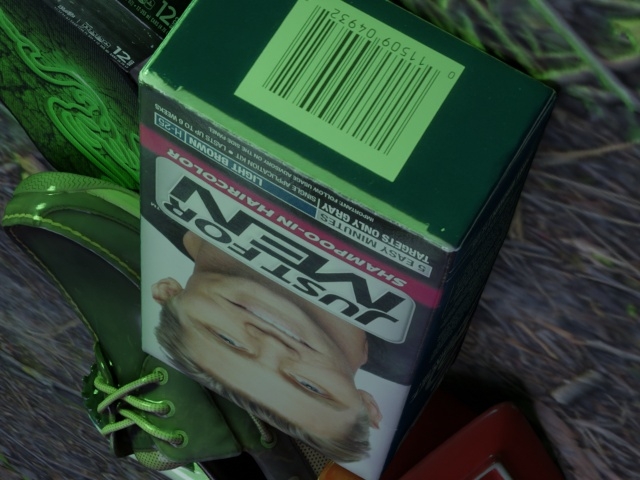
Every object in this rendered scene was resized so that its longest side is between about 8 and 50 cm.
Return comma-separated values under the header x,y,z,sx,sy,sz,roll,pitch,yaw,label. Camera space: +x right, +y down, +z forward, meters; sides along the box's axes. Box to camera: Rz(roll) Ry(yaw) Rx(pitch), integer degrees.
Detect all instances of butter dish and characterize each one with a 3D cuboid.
x,y,z,sx,sy,sz,roll,pitch,yaw,label
0.058,0.156,1.238,0.118,0.160,0.160,48,176,38,butter dish

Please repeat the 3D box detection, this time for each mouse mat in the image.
x,y,z,sx,sy,sz,roll,pitch,yaw,label
-0.157,-0.090,1.179,0.152,0.007,0.189,11,149,41,mouse mat

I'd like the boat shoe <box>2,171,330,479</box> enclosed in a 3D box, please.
x,y,z,sx,sy,sz,roll,pitch,yaw,label
-0.079,0.096,1.280,0.355,0.130,0.132,42,155,-20,boat shoe

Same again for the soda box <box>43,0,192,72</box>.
x,y,z,sx,sy,sz,roll,pitch,yaw,label
-0.136,-0.162,0.953,0.169,0.053,0.060,39,155,-15,soda box

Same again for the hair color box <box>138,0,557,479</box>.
x,y,z,sx,sy,sz,roll,pitch,yaw,label
0.000,0.000,1.032,0.174,0.105,0.347,30,157,9,hair color box

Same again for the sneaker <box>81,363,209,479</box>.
x,y,z,sx,sy,sz,roll,pitch,yaw,label
-0.084,0.164,1.474,0.237,0.085,0.086,26,151,19,sneaker
